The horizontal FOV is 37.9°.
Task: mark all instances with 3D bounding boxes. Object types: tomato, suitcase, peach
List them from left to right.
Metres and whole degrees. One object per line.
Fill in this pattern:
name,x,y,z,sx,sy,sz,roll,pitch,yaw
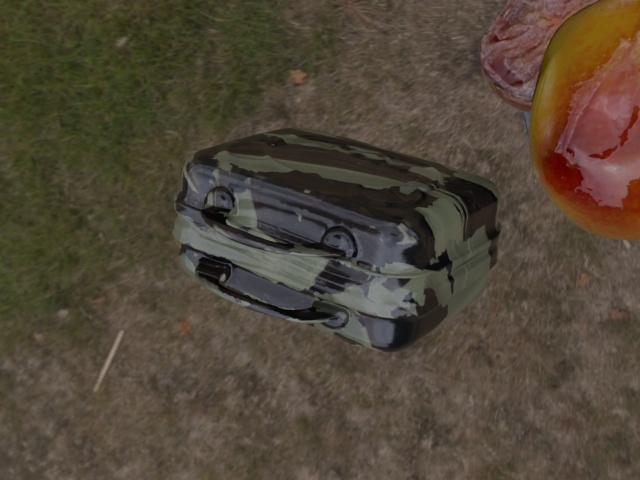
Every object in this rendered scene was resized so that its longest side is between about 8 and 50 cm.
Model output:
suitcase,0.000,0.000,1.084,0.351,0.339,0.194,18,114,28
tomato,0.346,-0.278,1.320,0.237,0.095,0.237,-12,65,26
peach,0.381,-0.137,1.075,0.289,0.308,0.289,7,128,10

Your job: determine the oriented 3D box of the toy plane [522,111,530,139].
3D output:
toy plane,0.361,-0.244,1.491,0.226,0.058,0.226,17,139,-9
